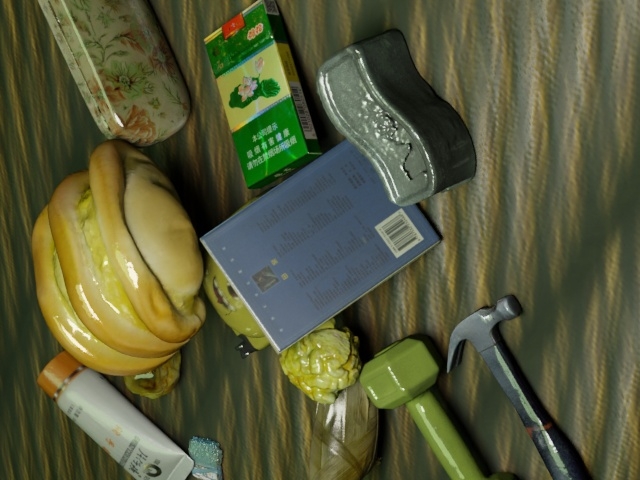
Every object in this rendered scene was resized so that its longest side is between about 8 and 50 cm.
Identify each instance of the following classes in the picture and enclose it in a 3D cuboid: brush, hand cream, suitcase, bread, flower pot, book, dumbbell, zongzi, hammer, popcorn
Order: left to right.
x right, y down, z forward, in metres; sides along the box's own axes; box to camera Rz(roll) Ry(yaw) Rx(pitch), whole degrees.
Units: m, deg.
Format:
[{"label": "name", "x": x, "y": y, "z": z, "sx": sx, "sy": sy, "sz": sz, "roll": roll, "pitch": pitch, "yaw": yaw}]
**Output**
[{"label": "bread", "x": -0.293, "y": 0.029, "z": 1.683, "sx": 0.270, "sy": 0.211, "sz": 0.316, "roll": -44, "pitch": 63, "yaw": 58}, {"label": "hand cream", "x": -0.355, "y": 0.324, "z": 2.062, "sx": 0.314, "sy": 0.089, "sz": 0.140, "roll": 37, "pitch": 128, "yaw": 10}, {"label": "bread", "x": -0.278, "y": 0.133, "z": 1.918, "sx": 0.087, "sy": 0.098, "sz": 0.270, "roll": 20, "pitch": 119, "yaw": 41}, {"label": "brush", "x": -0.188, "y": 0.425, "z": 2.013, "sx": 0.070, "sy": 0.021, "sz": 0.196, "roll": 9, "pitch": 114, "yaw": 33}, {"label": "suitcase", "x": -0.076, "y": 0.044, "z": 1.706, "sx": 0.235, "sy": 0.143, "sz": 0.194, "roll": -38, "pitch": 83, "yaw": 38}, {"label": "book", "x": 0.000, "y": 0.000, "z": 1.597, "sx": 0.269, "sy": 0.025, "sz": 0.191, "roll": -35, "pitch": 83, "yaw": -6}, {"label": "popcorn", "x": 0.004, "y": 0.165, "z": 1.653, "sx": 0.120, "sy": 0.106, "sz": 0.116, "roll": -3, "pitch": 117, "yaw": 52}, {"label": "zongzi", "x": 0.025, "y": 0.282, "z": 1.690, "sx": 0.099, "sy": 0.197, "sz": 0.195, "roll": 4, "pitch": 107, "yaw": 18}, {"label": "flower pot", "x": 0.098, "y": -0.154, "z": 1.530, "sx": 0.103, "sy": 0.108, "sz": 0.229, "roll": -39, "pitch": 82, "yaw": 40}, {"label": "dumbbell", "x": 0.171, "y": 0.276, "z": 1.634, "sx": 0.121, "sy": 0.108, "sz": 0.302, "roll": -36, "pitch": 85, "yaw": 41}, {"label": "hammer", "x": 0.272, "y": 0.225, "z": 1.589, "sx": 0.137, "sy": 0.037, "sz": 0.290, "roll": -32, "pitch": 87, "yaw": 39}]

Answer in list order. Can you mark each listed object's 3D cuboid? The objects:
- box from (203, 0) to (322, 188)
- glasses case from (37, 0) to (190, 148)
[{"label": "box", "x": -0.083, "y": -0.204, "z": 1.652, "sx": 0.132, "sy": 0.034, "sz": 0.235, "roll": -26, "pitch": 75, "yaw": 40}, {"label": "glasses case", "x": -0.326, "y": -0.338, "z": 1.737, "sx": 0.098, "sy": 0.156, "sz": 0.425, "roll": -22, "pitch": 93, "yaw": 46}]
